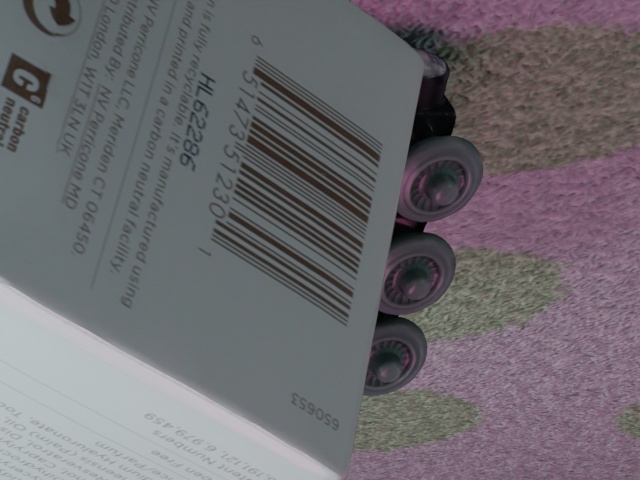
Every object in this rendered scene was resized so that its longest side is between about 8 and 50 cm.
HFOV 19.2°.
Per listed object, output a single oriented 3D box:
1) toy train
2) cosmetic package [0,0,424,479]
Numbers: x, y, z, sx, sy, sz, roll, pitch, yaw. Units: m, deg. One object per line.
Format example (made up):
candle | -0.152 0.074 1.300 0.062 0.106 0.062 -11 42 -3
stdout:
toy train | 0.000 0.000 1.470 0.190 0.142 0.334 -2 127 -23
cosmetic package | -0.198 -0.003 1.212 0.327 0.329 0.393 32 141 -29
